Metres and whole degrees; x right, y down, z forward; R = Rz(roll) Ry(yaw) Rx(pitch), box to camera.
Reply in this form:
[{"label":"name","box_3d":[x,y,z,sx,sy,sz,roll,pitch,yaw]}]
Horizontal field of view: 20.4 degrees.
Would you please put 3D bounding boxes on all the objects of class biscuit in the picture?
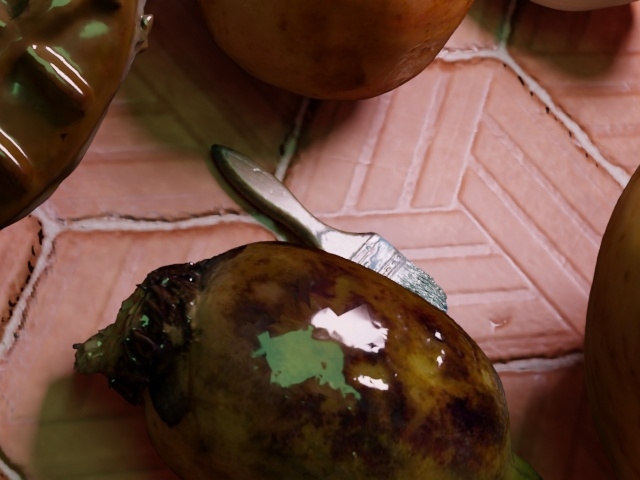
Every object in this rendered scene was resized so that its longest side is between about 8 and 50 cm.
[{"label":"biscuit","box_3d":[-0.275,-0.110,1.037,0.366,0.115,0.268,-8,90,-5]}]

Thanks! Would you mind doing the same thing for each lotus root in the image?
[{"label":"lotus root","box_3d":[0.010,0.097,1.081,0.314,0.141,0.169,24,61,-10]}]

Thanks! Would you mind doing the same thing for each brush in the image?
[{"label":"brush","box_3d":[0.000,0.000,1.204,0.196,0.021,0.070,40,57,5]}]

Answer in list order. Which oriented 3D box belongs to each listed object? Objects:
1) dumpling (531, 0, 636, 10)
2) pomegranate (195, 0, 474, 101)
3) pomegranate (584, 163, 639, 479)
[{"label":"dumpling","box_3d":[0.189,-0.239,1.356,0.229,0.124,0.151,38,18,9]},{"label":"pomegranate","box_3d":[0.021,-0.199,1.211,0.215,0.215,0.215,10,61,-17]},{"label":"pomegranate","box_3d":[0.327,0.091,1.091,0.410,0.410,0.410,10,61,-17]}]
